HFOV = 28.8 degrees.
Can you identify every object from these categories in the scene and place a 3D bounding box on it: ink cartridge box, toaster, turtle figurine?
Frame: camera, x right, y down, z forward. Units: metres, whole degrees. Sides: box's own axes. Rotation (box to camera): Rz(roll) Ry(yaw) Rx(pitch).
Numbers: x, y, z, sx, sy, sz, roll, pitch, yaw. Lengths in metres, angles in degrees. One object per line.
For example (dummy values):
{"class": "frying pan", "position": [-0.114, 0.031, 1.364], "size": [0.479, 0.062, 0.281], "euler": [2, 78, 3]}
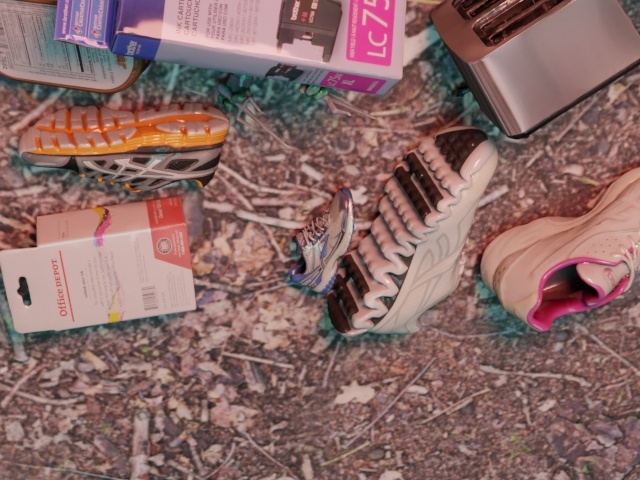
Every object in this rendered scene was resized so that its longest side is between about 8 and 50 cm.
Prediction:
{"class": "ink cartridge box", "position": [-0.241, 0.027, 1.351], "size": [0.198, 0.067, 0.115], "euler": [-8, 122, -8]}
{"class": "toaster", "position": [0.209, -0.199, 1.243], "size": [0.185, 0.168, 0.110], "euler": [-32, 119, 8]}
{"class": "ink cartridge box", "position": [-0.074, -0.246, 1.120], "size": [0.311, 0.065, 0.186], "euler": [7, 78, -12]}
{"class": "turtle figurine", "position": [-0.058, -0.185, 1.229], "size": [0.234, 0.175, 0.118], "euler": [26, 70, -22]}

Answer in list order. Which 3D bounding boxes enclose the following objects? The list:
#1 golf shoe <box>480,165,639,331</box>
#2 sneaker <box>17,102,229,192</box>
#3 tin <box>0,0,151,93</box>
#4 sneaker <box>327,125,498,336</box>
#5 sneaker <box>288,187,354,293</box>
{"class": "golf shoe", "position": [0.339, 0.011, 1.416], "size": [0.306, 0.140, 0.115], "euler": [-27, 121, 5]}
{"class": "sneaker", "position": [-0.201, -0.088, 1.280], "size": [0.214, 0.084, 0.083], "euler": [-2, 127, -11]}
{"class": "tin", "position": [-0.250, -0.194, 1.180], "size": [0.189, 0.040, 0.106], "euler": [9, 137, 15]}
{"class": "sneaker", "position": [0.119, -0.005, 1.390], "size": [0.118, 0.110, 0.292], "euler": [14, 126, -28]}
{"class": "sneaker", "position": [0.000, 0.000, 1.393], "size": [0.058, 0.052, 0.135], "euler": [12, 118, -13]}
